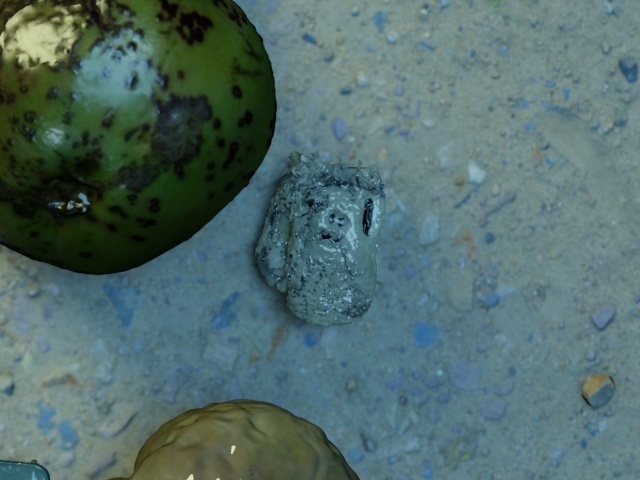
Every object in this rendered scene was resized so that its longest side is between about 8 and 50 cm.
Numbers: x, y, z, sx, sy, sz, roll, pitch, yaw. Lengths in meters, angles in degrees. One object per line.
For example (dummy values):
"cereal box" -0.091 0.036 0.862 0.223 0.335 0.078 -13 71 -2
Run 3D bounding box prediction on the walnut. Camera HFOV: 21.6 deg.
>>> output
"walnut" -0.072 0.253 1.372 0.248 0.248 0.248 1 86 -19

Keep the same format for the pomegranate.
"pomegranate" -0.172 -0.146 1.372 0.285 0.285 0.340 27 45 -16

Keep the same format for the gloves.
"gloves" 0.002 0.000 1.496 0.114 0.070 0.153 10 85 -19

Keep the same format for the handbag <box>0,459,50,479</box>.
"handbag" -0.301 0.287 1.382 0.144 0.057 0.221 8 84 -14
